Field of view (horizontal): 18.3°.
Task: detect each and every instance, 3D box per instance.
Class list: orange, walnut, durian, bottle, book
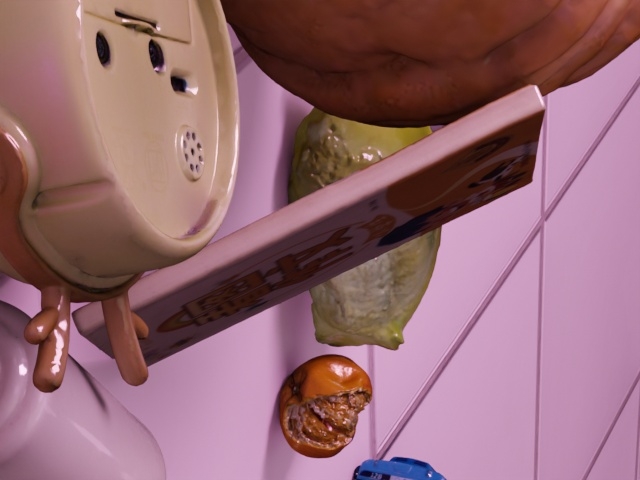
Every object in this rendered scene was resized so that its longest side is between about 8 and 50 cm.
[{"bbox_3d":[-0.001,0.128,1.571,0.086,0.062,0.086,-53,-163,23],"label":"orange"},{"bbox_3d":[0.063,-0.215,1.224,0.333,0.333,0.332,11,90,-69],"label":"walnut"},{"bbox_3d":[0.038,-0.031,1.540,0.139,0.101,0.250,-37,133,-59],"label":"durian"},{"bbox_3d":[-0.169,0.099,1.076,0.245,0.104,0.104,56,49,-61],"label":"bottle"},{"bbox_3d":[0.000,0.000,1.216,0.020,0.295,0.208,64,-1,11],"label":"book"}]

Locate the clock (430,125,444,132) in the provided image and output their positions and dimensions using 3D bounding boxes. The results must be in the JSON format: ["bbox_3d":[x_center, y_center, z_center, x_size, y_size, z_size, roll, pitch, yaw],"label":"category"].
[{"bbox_3d":[0.105,-0.106,1.704,0.176,0.080,0.117,79,29,-42],"label":"clock"}]

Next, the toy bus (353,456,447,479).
[{"bbox_3d":[0.083,0.264,1.814,0.184,0.090,0.106,54,49,-64],"label":"toy bus"}]

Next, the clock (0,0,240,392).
[{"bbox_3d":[-0.120,-0.076,1.033,0.235,0.096,0.308,5,79,-70],"label":"clock"}]
